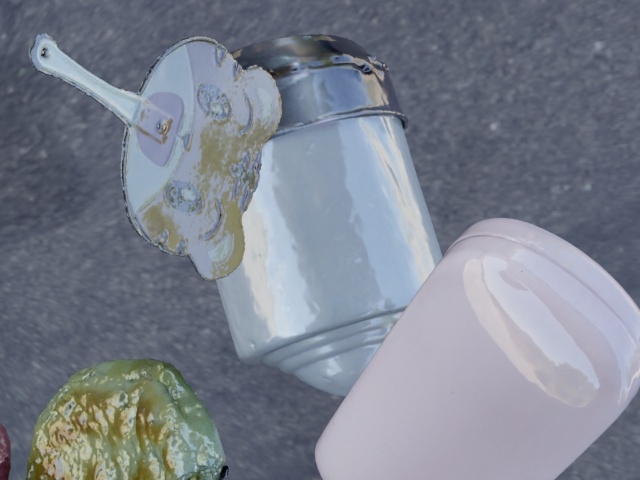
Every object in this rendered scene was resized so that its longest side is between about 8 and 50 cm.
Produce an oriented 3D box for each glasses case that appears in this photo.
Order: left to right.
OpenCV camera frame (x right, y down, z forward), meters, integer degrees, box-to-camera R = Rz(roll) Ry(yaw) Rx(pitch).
[{"bbox_3d":[0.076,0.092,0.741,0.113,0.297,0.075,39,57,8],"label":"glasses case"}]

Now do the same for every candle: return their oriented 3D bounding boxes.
[{"bbox_3d":[0.000,0.000,1.276,0.221,0.221,0.343,-12,77,-19],"label":"candle"}]

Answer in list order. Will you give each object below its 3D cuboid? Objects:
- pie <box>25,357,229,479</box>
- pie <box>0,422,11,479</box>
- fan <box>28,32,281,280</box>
[{"bbox_3d":[-0.176,0.247,1.245,0.067,0.302,0.303,-1,90,-43],"label":"pie"},{"bbox_3d":[-0.368,0.246,1.340,0.049,0.182,0.182,40,77,-35],"label":"pie"},{"bbox_3d":[-0.104,-0.072,0.874,0.226,0.008,0.153,30,73,-50],"label":"fan"}]
